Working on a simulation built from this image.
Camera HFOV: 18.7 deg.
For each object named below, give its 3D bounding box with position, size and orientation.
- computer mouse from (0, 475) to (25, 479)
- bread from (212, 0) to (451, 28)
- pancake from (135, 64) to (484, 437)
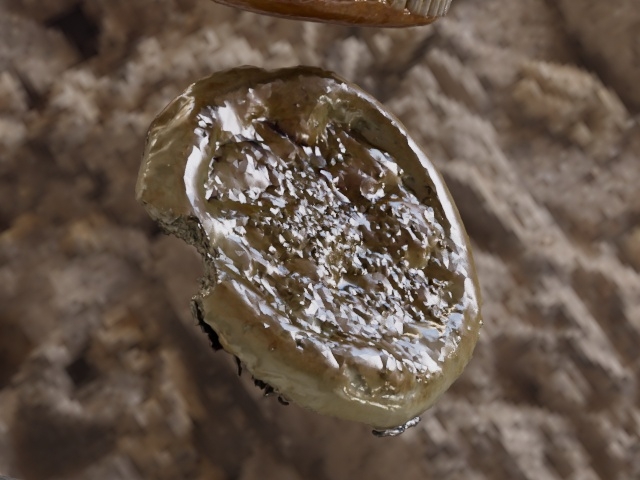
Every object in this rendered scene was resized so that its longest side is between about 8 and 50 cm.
[{"bbox_3d":[-0.182,0.253,1.283,0.371,0.122,0.188,20,-60,54],"label":"computer mouse"},{"bbox_3d":[-0.004,-0.284,1.843,0.204,0.288,0.156,38,-60,47],"label":"bread"},{"bbox_3d":[-0.001,0.001,1.746,0.071,0.382,0.382,-41,-99,39],"label":"pancake"}]
